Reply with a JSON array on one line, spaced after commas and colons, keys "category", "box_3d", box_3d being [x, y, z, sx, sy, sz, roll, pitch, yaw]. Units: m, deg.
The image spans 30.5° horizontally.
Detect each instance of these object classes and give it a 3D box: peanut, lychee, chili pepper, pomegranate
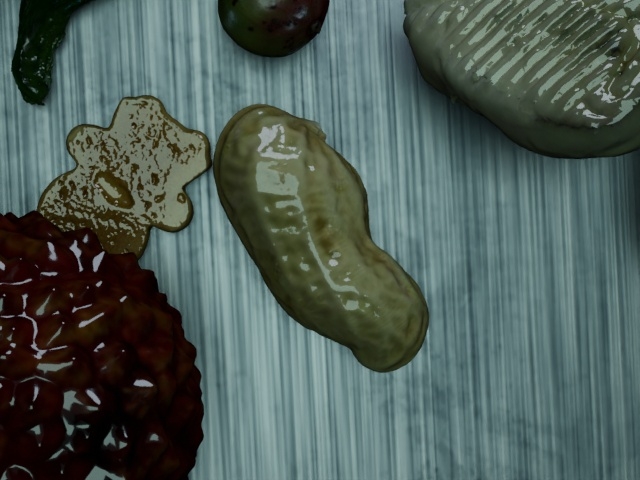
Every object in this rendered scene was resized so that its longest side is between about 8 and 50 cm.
[{"category": "peanut", "box_3d": [0.000, 0.000, 1.264, 0.153, 0.140, 0.325, -39, 95, -20]}, {"category": "lychee", "box_3d": [-0.331, 0.199, 1.111, 0.424, 0.424, 0.500, 41, 115, -4]}, {"category": "chili pepper", "box_3d": [-0.241, -0.273, 1.278, 0.279, 0.065, 0.122, -38, 107, -1]}, {"category": "pomegranate", "box_3d": [-0.057, -0.278, 1.264, 0.129, 0.129, 0.159, -23, 81, -4]}]

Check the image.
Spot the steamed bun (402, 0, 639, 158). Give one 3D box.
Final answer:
[{"category": "steamed bun", "box_3d": [0.270, -0.224, 1.244, 0.324, 0.219, 0.310, 22, 81, 28]}]

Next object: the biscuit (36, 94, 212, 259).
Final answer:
[{"category": "biscuit", "box_3d": [-0.224, -0.050, 1.295, 0.166, 0.036, 0.225, 36, 91, -3]}]
